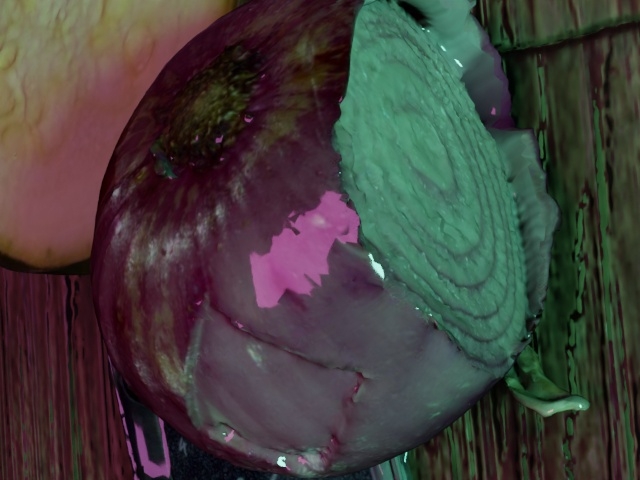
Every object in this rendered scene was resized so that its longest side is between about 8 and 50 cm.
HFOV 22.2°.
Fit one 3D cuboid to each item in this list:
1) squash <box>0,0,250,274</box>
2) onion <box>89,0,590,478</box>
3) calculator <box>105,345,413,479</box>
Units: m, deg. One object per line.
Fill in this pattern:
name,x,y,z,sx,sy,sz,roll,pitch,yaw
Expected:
squash,-0.119,-0.101,0.843,0.252,0.049,0.252,-9,77,39
onion,-0.009,-0.005,0.669,0.200,0.200,0.207,-19,75,39
calculator,-0.045,0.042,0.802,0.165,0.028,0.274,-26,70,37
